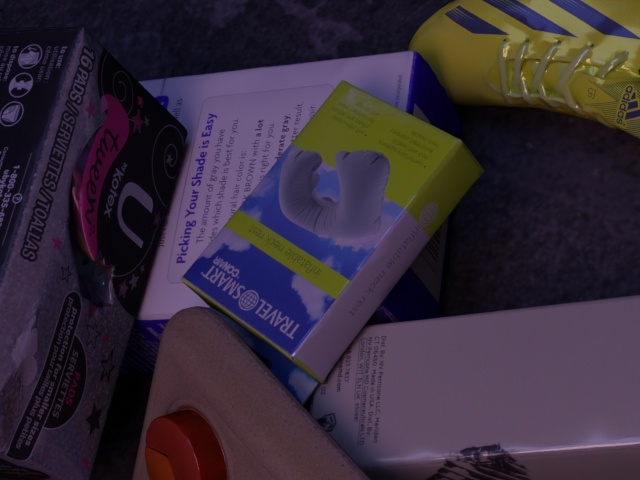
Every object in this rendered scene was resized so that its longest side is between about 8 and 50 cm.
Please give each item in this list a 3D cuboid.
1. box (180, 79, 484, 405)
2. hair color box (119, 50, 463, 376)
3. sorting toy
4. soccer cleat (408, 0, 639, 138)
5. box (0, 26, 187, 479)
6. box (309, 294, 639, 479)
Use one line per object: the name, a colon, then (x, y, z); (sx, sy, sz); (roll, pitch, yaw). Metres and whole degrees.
box: (0.000, 0.000, 0.888); (0.109, 0.042, 0.178); (31, 80, 41)
hair color box: (-0.084, -0.010, 1.030); (0.338, 0.110, 0.185); (-2, 63, 23)
sorting toy: (-0.028, 0.211, 0.833); (0.307, 0.041, 0.229); (44, 128, 38)
soccer cleat: (0.183, -0.110, 0.959); (0.289, 0.093, 0.121); (1, 49, 24)
box: (-0.204, 0.010, 0.927); (0.163, 0.142, 0.247); (3, 69, 26)
box: (0.138, 0.100, 0.851); (0.275, 0.113, 0.094); (-8, 56, 24)
